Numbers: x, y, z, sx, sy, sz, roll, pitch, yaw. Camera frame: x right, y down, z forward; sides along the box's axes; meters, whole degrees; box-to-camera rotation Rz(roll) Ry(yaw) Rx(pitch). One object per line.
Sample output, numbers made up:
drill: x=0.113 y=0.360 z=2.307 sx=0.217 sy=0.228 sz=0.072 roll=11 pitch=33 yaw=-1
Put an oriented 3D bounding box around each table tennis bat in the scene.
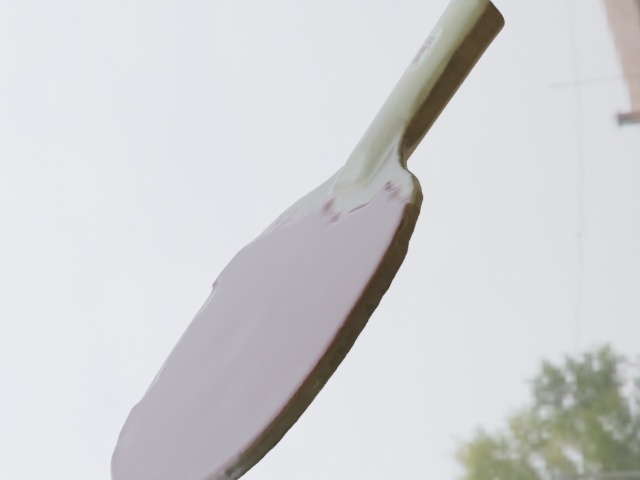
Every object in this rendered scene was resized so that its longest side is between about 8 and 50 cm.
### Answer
table tennis bat: x=0.000 y=0.000 z=0.538 sx=0.022 sy=0.131 sz=0.234 roll=42 pitch=-114 yaw=-19
